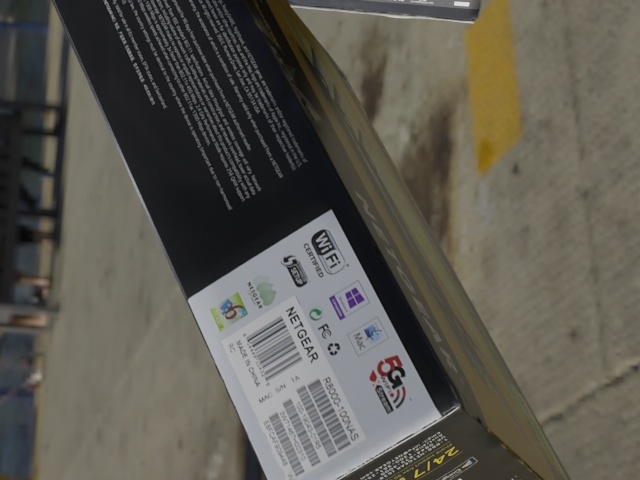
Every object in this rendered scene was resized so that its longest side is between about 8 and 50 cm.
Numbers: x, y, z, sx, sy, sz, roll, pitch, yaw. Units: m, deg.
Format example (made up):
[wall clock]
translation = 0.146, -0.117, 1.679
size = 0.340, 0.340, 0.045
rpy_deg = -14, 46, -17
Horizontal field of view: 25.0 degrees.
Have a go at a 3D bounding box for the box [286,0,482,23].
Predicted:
[box]
translation = -0.050, -0.339, 1.088
size = 0.097, 0.395, 0.318
rpy_deg = -98, 13, -58

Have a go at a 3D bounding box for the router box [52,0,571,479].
[router box]
translation = 0.000, 0.000, 0.674
size = 0.309, 0.081, 0.243
rpy_deg = 63, -171, 28
